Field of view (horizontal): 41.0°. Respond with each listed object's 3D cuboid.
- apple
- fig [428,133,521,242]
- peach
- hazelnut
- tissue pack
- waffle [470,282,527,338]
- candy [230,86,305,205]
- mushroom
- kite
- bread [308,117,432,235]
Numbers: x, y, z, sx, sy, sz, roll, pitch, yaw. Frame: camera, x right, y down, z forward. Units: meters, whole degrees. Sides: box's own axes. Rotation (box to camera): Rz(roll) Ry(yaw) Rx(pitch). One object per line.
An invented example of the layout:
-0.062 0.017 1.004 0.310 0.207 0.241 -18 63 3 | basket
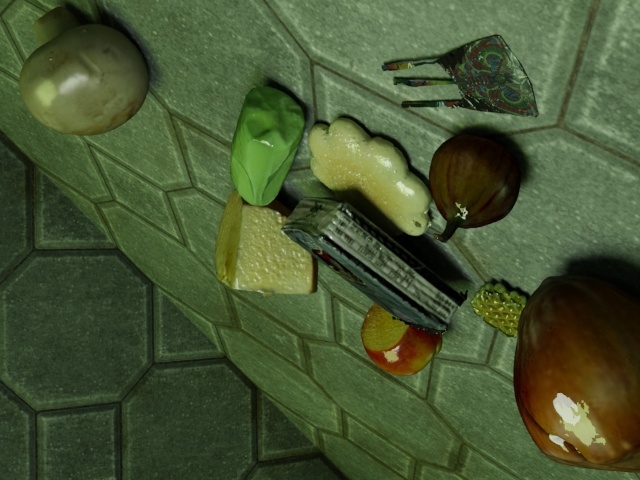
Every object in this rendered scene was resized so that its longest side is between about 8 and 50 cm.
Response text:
-0.152 0.026 2.116 0.314 0.252 0.309 52 176 -13 | apple
0.255 -0.079 1.411 0.149 0.202 0.148 -2 162 6 | fig
0.189 0.222 2.038 0.192 0.190 0.190 42 157 4 | peach
0.477 0.232 1.478 0.372 0.315 0.372 158 90 -77 | hazelnut
0.108 0.047 1.834 0.361 0.122 0.259 37 170 -21 | tissue pack
0.397 0.154 1.782 0.169 0.036 0.183 33 158 9 | waffle
-0.124 -0.193 1.807 0.142 0.132 0.343 23 157 -2 | candy
-0.554 -0.400 1.990 0.292 0.293 0.290 80 166 -57 | mushroom
0.208 -0.247 1.353 0.285 0.015 0.152 8 142 51 | kite
0.094 -0.118 1.717 0.316 0.054 0.316 34 159 15 | bread
